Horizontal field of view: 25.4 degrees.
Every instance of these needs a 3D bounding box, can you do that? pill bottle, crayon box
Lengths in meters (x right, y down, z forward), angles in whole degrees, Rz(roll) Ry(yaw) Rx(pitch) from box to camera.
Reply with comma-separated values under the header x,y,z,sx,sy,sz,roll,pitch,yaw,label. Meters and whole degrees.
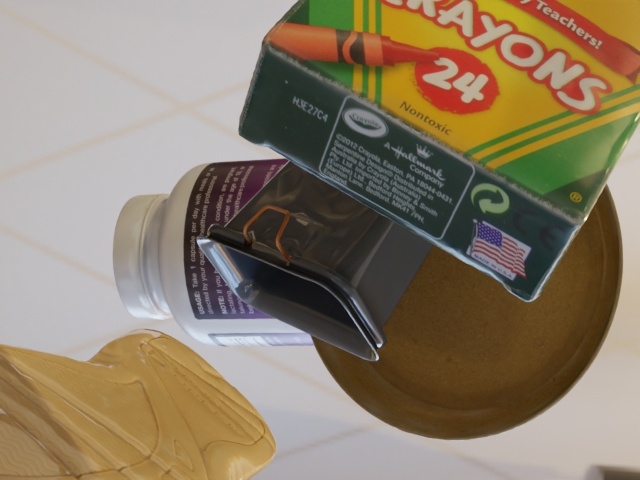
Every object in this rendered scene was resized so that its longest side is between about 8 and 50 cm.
x,y,z,sx,sy,sz,roll,pitch,yaw,label
-0.026,0.010,1.352,0.181,0.322,0.182,-1,90,-71,pill bottle
0.116,-0.134,0.877,0.318,0.202,0.081,-54,170,-40,crayon box

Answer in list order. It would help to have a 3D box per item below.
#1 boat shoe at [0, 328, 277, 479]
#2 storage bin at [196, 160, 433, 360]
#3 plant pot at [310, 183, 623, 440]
x,y,z,sx,sy,sz,roll,pitch,yaw,label
-0.090,0.093,0.491,0.092,0.103,0.285,-52,173,7,boat shoe
0.000,0.000,0.913,0.091,0.135,0.098,-53,136,-20,storage bin
0.094,0.016,0.961,0.032,0.236,0.236,11,82,-60,plant pot
